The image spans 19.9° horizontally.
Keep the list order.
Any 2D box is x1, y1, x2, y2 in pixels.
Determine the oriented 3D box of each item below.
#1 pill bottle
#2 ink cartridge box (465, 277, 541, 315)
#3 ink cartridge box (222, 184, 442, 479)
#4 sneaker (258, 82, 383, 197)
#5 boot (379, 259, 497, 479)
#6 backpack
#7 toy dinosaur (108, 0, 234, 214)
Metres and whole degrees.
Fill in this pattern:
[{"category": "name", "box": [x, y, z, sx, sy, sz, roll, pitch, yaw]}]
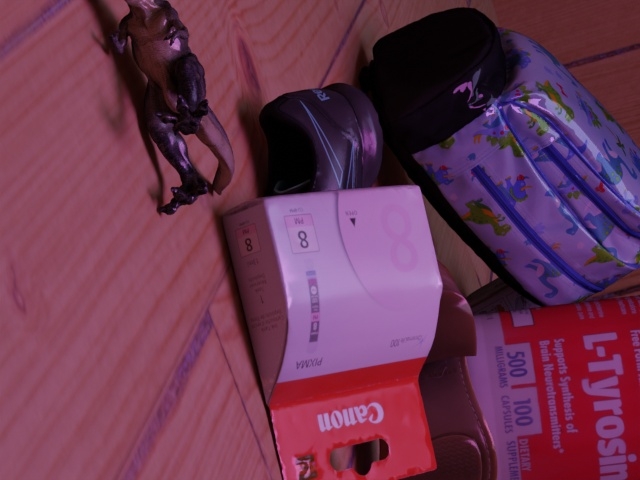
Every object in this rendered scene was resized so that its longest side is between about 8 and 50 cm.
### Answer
[{"category": "pill bottle", "box": [0.358, 0.173, 2.010, 0.229, 0.408, 0.229, -7, 90, -87]}, {"category": "ink cartridge box", "box": [0.309, 0.181, 2.329, 0.309, 0.130, 0.272, 60, 11, 0]}, {"category": "ink cartridge box", "box": [0.028, 0.076, 1.434, 0.189, 0.066, 0.232, -6, 77, -48]}, {"category": "sneaker", "box": [0.000, 0.000, 1.547, 0.106, 0.101, 0.267, -5, 84, -49]}, {"category": "boot", "box": [0.078, 0.145, 1.679, 0.220, 0.109, 0.283, -133, -143, -73]}, {"category": "backpack", "box": [0.232, -0.085, 2.071, 0.290, 0.273, 0.355, -93, 157, -67]}, {"category": "toy dinosaur", "box": [-0.099, -0.093, 1.262, 0.118, 0.064, 0.268, -101, 171, -45]}]
